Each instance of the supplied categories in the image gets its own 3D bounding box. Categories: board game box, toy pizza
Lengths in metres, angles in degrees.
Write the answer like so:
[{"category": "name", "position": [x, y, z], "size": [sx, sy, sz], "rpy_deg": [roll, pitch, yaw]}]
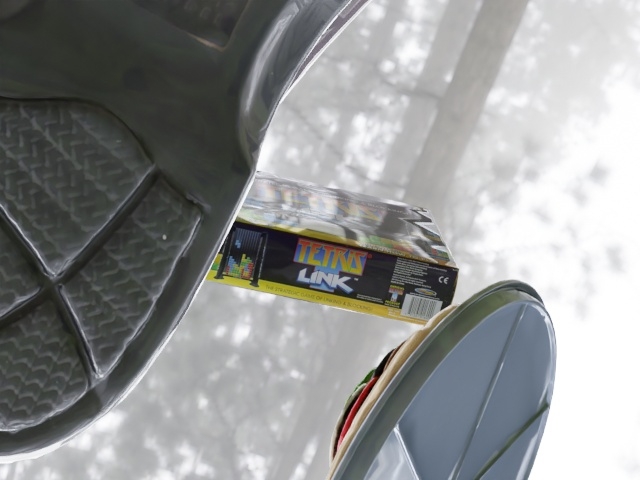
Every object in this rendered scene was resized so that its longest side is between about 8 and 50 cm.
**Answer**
[{"category": "board game box", "position": [0.000, 0.000, 0.976], "size": [0.170, 0.048, 0.141], "rpy_deg": [12, -162, -9]}, {"category": "toy pizza", "position": [0.034, 0.105, 0.563], "size": [0.032, 0.201, 0.201], "rpy_deg": [25, -145, 27]}]

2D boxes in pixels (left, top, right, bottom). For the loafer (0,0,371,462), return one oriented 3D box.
[{"category": "loafer", "position": [-0.026, -0.089, 0.353], "size": [0.109, 0.302, 0.095], "rpy_deg": [34, -177, -21]}]
